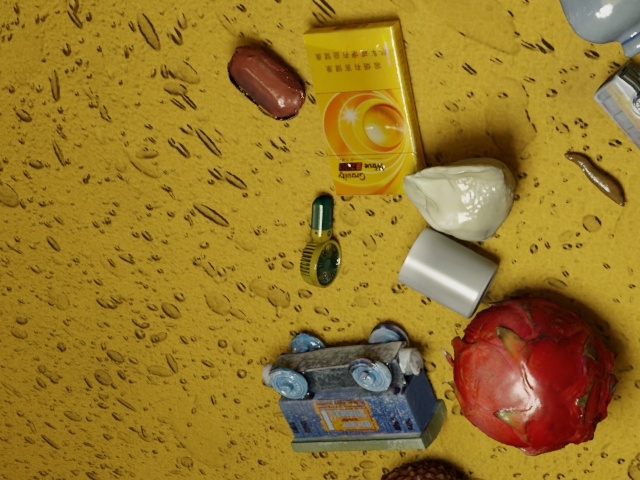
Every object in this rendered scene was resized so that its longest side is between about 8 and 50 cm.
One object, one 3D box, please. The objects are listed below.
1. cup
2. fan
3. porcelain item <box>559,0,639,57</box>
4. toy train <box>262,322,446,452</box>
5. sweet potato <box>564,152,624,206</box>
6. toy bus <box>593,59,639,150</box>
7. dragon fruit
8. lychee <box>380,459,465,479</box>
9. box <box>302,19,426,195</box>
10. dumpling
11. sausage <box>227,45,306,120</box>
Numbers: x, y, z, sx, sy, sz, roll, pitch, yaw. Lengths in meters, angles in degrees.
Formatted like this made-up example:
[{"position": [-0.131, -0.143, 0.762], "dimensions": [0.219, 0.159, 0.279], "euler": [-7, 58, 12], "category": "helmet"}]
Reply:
[{"position": [0.201, 0.051, 1.956], "dimensions": [0.133, 0.136, 0.099], "euler": [28, 92, 12], "category": "cup"}, {"position": [0.000, 0.000, 2.042], "dimensions": [0.039, 0.082, 0.155], "euler": [13, 108, 31], "category": "fan"}, {"position": [0.352, -0.357, 1.610], "dimensions": [0.141, 0.141, 0.259], "euler": [-37, 87, 38], "category": "porcelain item"}, {"position": [0.055, 0.256, 2.124], "dimensions": [0.299, 0.131, 0.202], "euler": [-8, 120, 32], "category": "toy train"}, {"position": [0.400, -0.092, 1.799], "dimensions": [0.115, 0.026, 0.026], "euler": [45, 128, 3], "category": "sweet potato"}, {"position": [0.460, -0.155, 1.706], "dimensions": [0.190, 0.064, 0.075], "euler": [49, 134, -4], "category": "toy bus"}, {"position": [0.321, 0.203, 1.885], "dimensions": [0.252, 0.241, 0.241], "euler": [53, 129, 9], "category": "dragon fruit"}, {"position": [0.183, 0.466, 2.145], "dimensions": [0.188, 0.188, 0.188], "euler": [13, 122, 22], "category": "lychee"}, {"position": [0.072, -0.197, 1.903], "dimensions": [0.152, 0.043, 0.269], "euler": [1, 117, 27], "category": "box"}, {"position": [0.202, -0.067, 1.838], "dimensions": [0.166, 0.216, 0.126], "euler": [11, 92, 6], "category": "dumpling"}, {"position": [-0.083, -0.246, 1.944], "dimensions": [0.141, 0.076, 0.076], "euler": [40, 128, 5], "category": "sausage"}]
